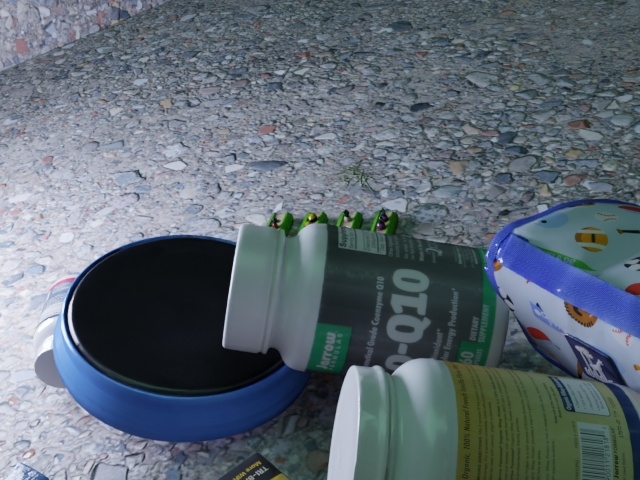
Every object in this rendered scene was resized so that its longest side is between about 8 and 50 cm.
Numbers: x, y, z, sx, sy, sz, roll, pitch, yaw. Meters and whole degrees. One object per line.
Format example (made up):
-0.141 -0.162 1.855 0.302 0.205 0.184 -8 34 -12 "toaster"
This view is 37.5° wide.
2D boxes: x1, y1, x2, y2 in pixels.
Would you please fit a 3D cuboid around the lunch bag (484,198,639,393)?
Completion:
0.422 0.093 1.112 0.385 0.239 0.328 12 13 -38 "lunch bag"

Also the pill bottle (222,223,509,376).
0.057 0.088 1.286 0.361 0.204 0.204 8 33 -4 "pill bottle"

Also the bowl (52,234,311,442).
-0.198 0.126 1.407 0.391 0.077 0.391 5 37 -4 "bowl"

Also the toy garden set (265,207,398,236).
0.000 0.000 1.663 0.244 0.049 0.204 0 34 16 "toy garden set"

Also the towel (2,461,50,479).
-0.421 0.352 1.263 0.067 0.029 0.119 15 40 33 "towel"

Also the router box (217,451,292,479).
-0.112 0.403 1.047 0.309 0.081 0.243 -31 38 -29 "router box"

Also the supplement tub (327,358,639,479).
0.175 0.247 0.998 0.316 0.228 0.228 9 33 -5 "supplement tub"

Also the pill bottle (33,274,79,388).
-0.396 0.146 1.500 0.108 0.108 0.180 -9 33 3 "pill bottle"
